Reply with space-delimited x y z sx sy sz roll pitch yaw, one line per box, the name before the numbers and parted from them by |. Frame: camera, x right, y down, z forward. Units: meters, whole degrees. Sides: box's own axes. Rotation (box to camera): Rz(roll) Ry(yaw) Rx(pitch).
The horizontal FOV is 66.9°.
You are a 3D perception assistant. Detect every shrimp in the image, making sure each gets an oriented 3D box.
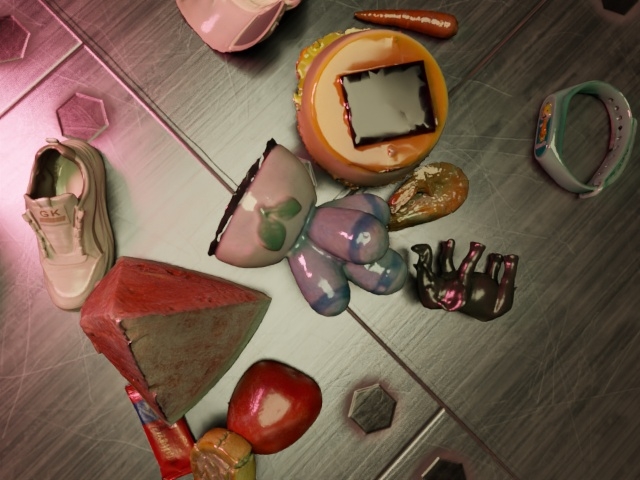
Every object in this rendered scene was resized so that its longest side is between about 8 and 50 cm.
shrimp | 0.188 -0.081 0.948 0.216 0.051 0.115 -23 107 -1

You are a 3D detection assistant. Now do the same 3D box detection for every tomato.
tomato | -0.088 0.320 0.895 0.166 0.082 0.174 29 83 -5

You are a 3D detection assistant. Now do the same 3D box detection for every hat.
hat | -0.138 -0.481 0.899 0.275 0.161 0.232 -41 94 18

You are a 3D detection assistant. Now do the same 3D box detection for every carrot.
carrot | 0.174 -0.445 0.978 0.215 0.048 0.048 8 87 -1

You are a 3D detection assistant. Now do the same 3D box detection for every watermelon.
watermelon | -0.249 0.115 0.817 0.283 0.293 0.250 39 52 -1

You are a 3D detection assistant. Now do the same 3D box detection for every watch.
watch | 0.541 -0.208 0.996 0.194 0.068 0.237 13 82 -8

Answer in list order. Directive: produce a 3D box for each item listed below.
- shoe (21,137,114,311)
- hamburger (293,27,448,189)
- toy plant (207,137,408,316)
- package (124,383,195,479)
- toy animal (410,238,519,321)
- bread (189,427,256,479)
shoe | -0.443 -0.034 0.836 0.124 0.159 0.317 -5 85 -7
hamburger | 0.092 -0.243 0.892 0.275 0.179 0.295 -16 97 -5
toy plant | 0.000 0.000 0.847 0.332 0.247 0.247 29 85 -5
package | -0.289 0.348 0.902 0.083 0.022 0.201 -22 92 -6
toy animal | 0.277 0.075 0.927 0.244 0.114 0.147 16 85 -5
bread | -0.173 0.415 0.863 0.117 0.064 0.157 0 105 30
